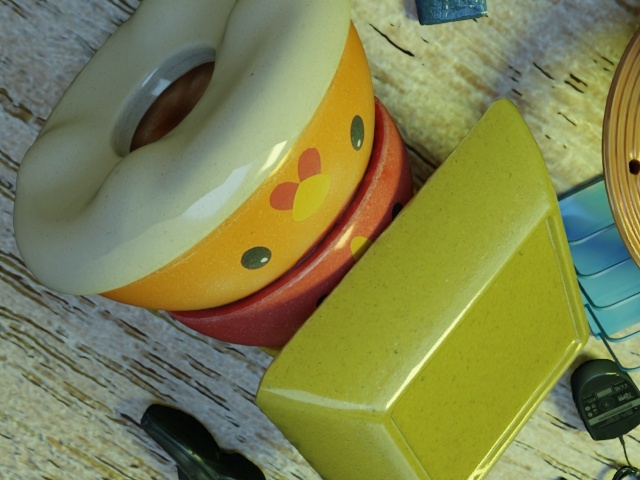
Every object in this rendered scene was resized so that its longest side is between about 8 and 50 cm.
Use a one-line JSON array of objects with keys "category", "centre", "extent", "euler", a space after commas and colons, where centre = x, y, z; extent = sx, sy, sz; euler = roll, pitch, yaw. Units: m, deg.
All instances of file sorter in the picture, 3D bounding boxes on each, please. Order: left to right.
[{"category": "file sorter", "centre": [0.314, 0.030, 1.009], "extent": [0.118, 0.104, 0.170], "euler": [-26, 111, 9]}]

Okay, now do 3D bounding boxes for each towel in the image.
[{"category": "towel", "centre": [0.117, -0.260, 0.927], "extent": [0.067, 0.029, 0.119], "euler": [-8, 112, 2]}]

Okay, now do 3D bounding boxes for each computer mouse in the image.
[{"category": "computer mouse", "centre": [0.338, 0.222, 1.128], "extent": [0.071, 0.041, 0.242], "euler": [-23, 117, 6]}]

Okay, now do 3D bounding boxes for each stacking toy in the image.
[{"category": "stacking toy", "centre": [0.000, 0.000, 0.927], "extent": [0.351, 0.350, 0.480], "euler": [-39, 126, 13]}]

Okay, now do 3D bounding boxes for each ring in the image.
[{"category": "ring", "centre": [0.402, -0.085, 0.941], "extent": [0.337, 0.032, 0.336], "euler": [-1, 93, -21]}]

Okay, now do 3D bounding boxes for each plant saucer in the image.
[{"category": "plant saucer", "centre": [0.129, 0.100, 0.893], "extent": [0.332, 0.081, 0.333], "euler": [-48, 142, -14]}]

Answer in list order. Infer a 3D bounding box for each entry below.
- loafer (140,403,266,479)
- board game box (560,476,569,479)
[{"category": "loafer", "centre": [-0.138, 0.248, 1.108], "extent": [0.170, 0.062, 0.061], "euler": [43, 110, -15]}, {"category": "board game box", "centre": [0.347, 0.401, 1.192], "extent": [0.243, 0.042, 0.165], "euler": [27, 109, -12]}]
